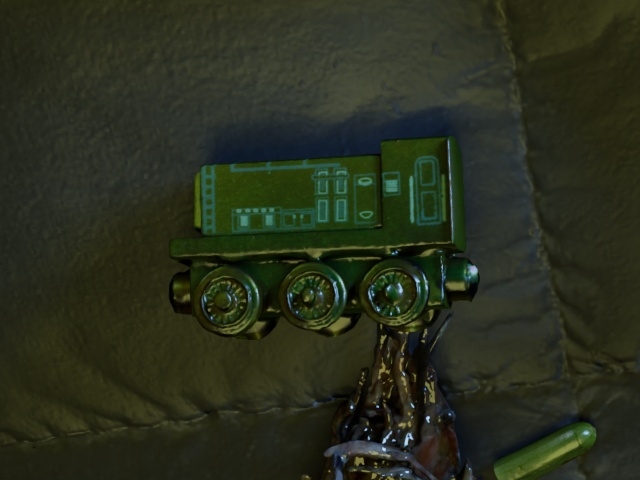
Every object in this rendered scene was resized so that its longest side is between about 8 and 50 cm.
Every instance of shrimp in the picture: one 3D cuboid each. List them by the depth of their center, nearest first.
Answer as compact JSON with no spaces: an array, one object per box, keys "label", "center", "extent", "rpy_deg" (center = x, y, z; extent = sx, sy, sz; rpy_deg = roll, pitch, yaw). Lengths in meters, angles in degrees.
[{"label":"shrimp","center":[0.045,0.181,1.508],"extent":[0.145,0.116,0.343],"rpy_deg":[-5,109,-30]}]

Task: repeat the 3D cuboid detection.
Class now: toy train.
[{"label":"toy train","center":[0.000,0.000,1.424],"extent":[0.225,0.090,0.137],"rpy_deg":[-3,83,11]}]

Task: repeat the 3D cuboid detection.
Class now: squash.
[{"label":"squash","center":[0.175,0.164,1.531],"extent":[0.083,0.027,0.027],"rpy_deg":[-30,108,20]}]
